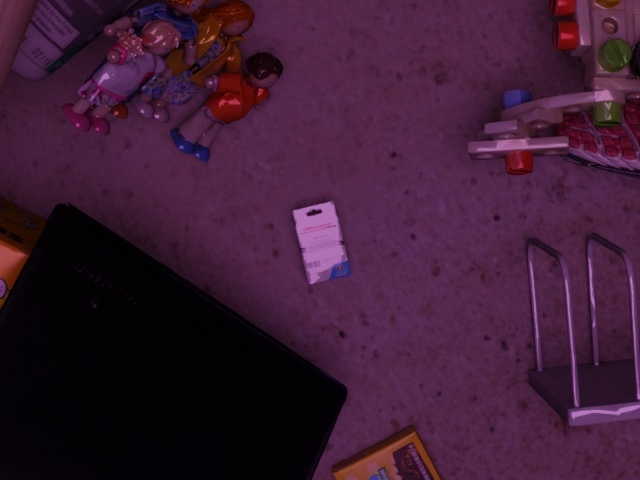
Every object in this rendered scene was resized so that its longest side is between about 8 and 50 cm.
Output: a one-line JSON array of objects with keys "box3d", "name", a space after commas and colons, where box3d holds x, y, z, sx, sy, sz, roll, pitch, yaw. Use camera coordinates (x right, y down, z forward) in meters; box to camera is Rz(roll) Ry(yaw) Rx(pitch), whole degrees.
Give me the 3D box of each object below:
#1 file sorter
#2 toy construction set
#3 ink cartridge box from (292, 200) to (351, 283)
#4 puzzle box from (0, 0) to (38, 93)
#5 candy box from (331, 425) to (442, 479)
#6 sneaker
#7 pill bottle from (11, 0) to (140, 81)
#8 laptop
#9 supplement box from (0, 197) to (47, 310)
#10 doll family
[{"box3d": [0.370, 0.078, 1.637, 0.278, 0.193, 0.173, -5, 98, -4], "name": "file sorter"}, {"box3d": [0.240, -0.229, 1.568, 0.215, 0.151, 0.327, 0, 93, -9], "name": "toy construction set"}, {"box3d": [0.000, 0.000, 1.671, 0.048, 0.028, 0.083, -13, 102, -2], "name": "ink cartridge box"}, {"box3d": [-0.366, -0.254, 1.386, 0.272, 0.052, 0.408, 15, 77, 24], "name": "puzzle box"}, {"box3d": [0.105, 0.319, 1.743, 0.105, 0.027, 0.205, -27, 102, 4], "name": "candy box"}, {"box3d": [0.394, -0.081, 1.650, 0.299, 0.120, 0.112, 9, 136, 2], "name": "sneaker"}, {"box3d": [-0.204, -0.338, 1.500, 0.361, 0.204, 0.204, -39, 101, 4], "name": "pill bottle"}, {"box3d": [-0.245, 0.245, 1.554, 0.382, 0.236, 0.408, 36, 122, -27], "name": "laptop"}, {"box3d": [-0.445, 0.104, 1.570, 0.194, 0.195, 0.356, 29, 97, -10], "name": "supplement box"}, {"box3d": [-0.149, -0.188, 1.545, 0.163, 0.263, 0.118, -45, 64, 21], "name": "doll family"}]
